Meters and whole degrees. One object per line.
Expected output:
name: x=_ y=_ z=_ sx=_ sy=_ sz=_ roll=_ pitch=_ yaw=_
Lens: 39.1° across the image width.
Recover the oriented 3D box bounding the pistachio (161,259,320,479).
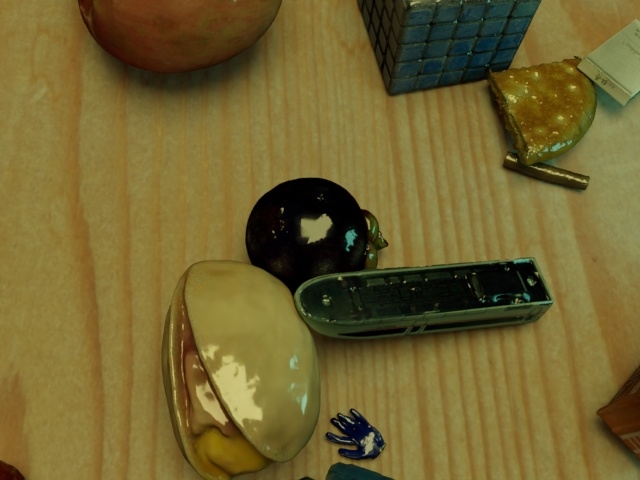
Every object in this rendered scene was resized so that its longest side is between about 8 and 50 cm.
pistachio: x=-0.117 y=0.169 z=1.222 sx=0.230 sy=0.230 sz=0.309 roll=-3 pitch=56 yaw=-7

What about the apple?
apple: x=-0.229 y=-0.455 z=1.446 sx=0.364 sy=0.364 sz=0.364 roll=2 pitch=65 yaw=-5

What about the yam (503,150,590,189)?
yam: x=0.380 y=-0.116 z=1.519 sx=0.145 sy=0.032 sz=0.032 roll=17 pitch=65 yaw=3

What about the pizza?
pizza: x=0.372 y=-0.233 z=1.552 sx=0.197 sy=0.058 sz=0.292 roll=24 pitch=55 yaw=9

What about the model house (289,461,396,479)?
model house: x=0.060 y=0.497 z=1.003 sx=0.395 sy=0.400 sz=0.445 roll=25 pitch=66 yaw=3

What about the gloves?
gloves: x=0.049 y=0.284 z=1.301 sx=0.086 sy=0.026 sz=0.064 roll=40 pitch=70 yaw=12

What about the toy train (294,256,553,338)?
toy train: x=0.142 y=0.091 z=1.314 sx=0.407 sy=0.088 sz=0.086 roll=-3 pitch=57 yaw=-23

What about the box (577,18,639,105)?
box: x=0.552 y=-0.321 z=1.609 sx=0.109 sy=0.029 sz=0.198 roll=44 pitch=55 yaw=13

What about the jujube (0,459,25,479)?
jujube: x=-0.441 y=0.376 z=1.172 sx=0.112 sy=0.109 sz=0.176 roll=27 pitch=49 yaw=-33

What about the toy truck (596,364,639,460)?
toy truck: x=0.587 y=0.166 z=1.313 sx=0.387 sy=0.207 sz=0.173 roll=-40 pitch=85 yaw=-26

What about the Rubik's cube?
Rubik's cube: x=0.207 y=-0.419 z=1.529 sx=0.237 sy=0.237 sz=0.238 roll=-10 pitch=66 yaw=-11

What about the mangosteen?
mangosteen: x=0.000 y=0.000 z=1.359 sx=0.230 sy=0.194 sz=0.194 roll=11 pitch=58 yaw=-40
